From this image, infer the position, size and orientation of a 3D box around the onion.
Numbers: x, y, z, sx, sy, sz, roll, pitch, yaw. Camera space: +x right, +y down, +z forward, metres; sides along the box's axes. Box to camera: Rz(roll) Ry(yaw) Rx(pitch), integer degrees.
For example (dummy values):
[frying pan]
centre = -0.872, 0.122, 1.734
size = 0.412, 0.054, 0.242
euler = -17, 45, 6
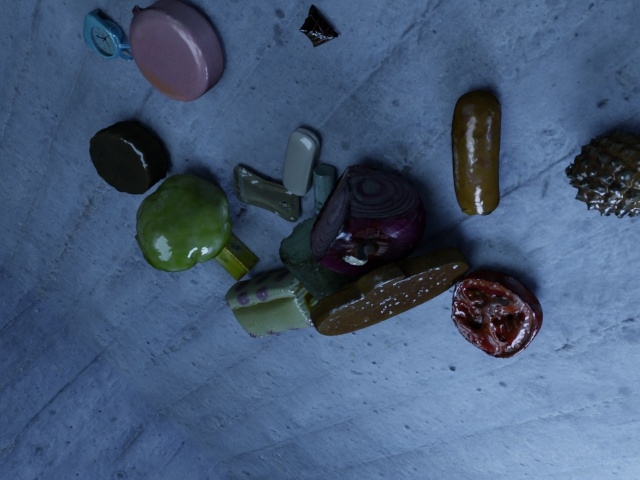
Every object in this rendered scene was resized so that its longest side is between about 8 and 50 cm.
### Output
[onion]
centre = 0.119, -0.028, 1.566
size = 0.230, 0.272, 0.256
euler = 14, 157, -20

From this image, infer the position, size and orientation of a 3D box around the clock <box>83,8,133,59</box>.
[clock]
centre = -0.563, -0.534, 1.777
size = 0.147, 0.045, 0.108
euler = 36, 142, 3

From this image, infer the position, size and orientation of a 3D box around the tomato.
[tomato]
centre = 0.430, 0.163, 1.608
size = 0.228, 0.101, 0.228
euler = 21, 130, 27

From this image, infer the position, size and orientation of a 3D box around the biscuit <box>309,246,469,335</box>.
[biscuit]
centre = 0.158, 0.112, 1.581
size = 0.350, 0.394, 0.070
euler = 70, 178, -69

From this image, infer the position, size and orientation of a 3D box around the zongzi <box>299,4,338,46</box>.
[zongzi]
centre = -0.011, -0.460, 1.413
size = 0.067, 0.073, 0.083
euler = -7, 161, 42

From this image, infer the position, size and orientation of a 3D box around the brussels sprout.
[brussels sprout]
centre = -0.387, -0.055, 1.926
size = 0.274, 0.316, 0.242
euler = -19, 135, 23

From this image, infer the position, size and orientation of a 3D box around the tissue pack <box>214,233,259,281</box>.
[tissue pack]
centre = -0.286, 0.037, 2.082
size = 0.176, 0.062, 0.095
euler = 46, 141, -5

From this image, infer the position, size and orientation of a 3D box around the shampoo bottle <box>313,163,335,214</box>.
[shampoo bottle]
centre = 0.012, -0.103, 1.720
size = 0.056, 0.056, 0.195
euler = 20, 137, 23

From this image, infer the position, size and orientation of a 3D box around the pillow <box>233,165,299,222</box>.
[pillow]
centre = -0.151, -0.126, 1.843
size = 0.217, 0.033, 0.130
euler = 23, 137, 20

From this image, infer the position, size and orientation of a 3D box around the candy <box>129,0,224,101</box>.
[candy]
centre = -0.357, -0.469, 1.635
size = 0.255, 0.094, 0.255
euler = 21, 137, 21

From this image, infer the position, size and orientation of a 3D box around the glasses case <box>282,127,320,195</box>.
[glasses case]
centre = -0.051, -0.195, 1.684
size = 0.081, 0.051, 0.204
euler = 31, 140, 13

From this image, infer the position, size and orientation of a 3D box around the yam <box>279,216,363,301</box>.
[yam]
centre = 0.036, 0.092, 1.770
size = 0.168, 0.168, 0.304
euler = -13, 129, 44

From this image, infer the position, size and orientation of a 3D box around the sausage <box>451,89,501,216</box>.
[sausage]
centre = 0.320, -0.176, 1.372
size = 0.109, 0.109, 0.270
euler = 13, 131, 29

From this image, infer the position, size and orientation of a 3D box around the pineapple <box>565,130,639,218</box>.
[pineapple]
centre = 0.535, -0.119, 1.222
size = 0.193, 0.166, 0.166
euler = 15, 137, 51

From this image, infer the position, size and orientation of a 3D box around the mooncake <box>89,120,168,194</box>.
[mooncake]
centre = -0.564, -0.250, 1.989
size = 0.228, 0.124, 0.228
euler = 17, 132, 20

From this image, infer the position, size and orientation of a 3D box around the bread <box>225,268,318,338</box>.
[bread]
centre = -0.120, 0.183, 2.015
size = 0.338, 0.155, 0.187
euler = -17, 108, 47
